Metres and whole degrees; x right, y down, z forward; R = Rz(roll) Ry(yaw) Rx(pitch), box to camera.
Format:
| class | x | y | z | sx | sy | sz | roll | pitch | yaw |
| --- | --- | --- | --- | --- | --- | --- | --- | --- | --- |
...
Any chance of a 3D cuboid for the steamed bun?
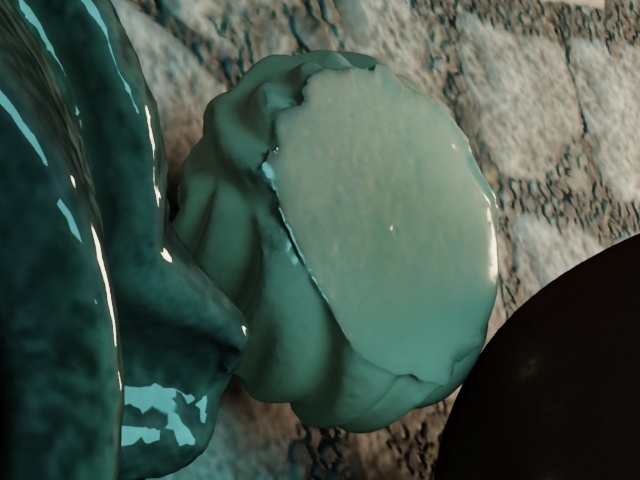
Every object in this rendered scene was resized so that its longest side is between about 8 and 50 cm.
| class | x | y | z | sx | sy | sz | roll | pitch | yaw |
| --- | --- | --- | --- | --- | --- | --- | --- | --- | --- |
| steamed bun | 0.000 | 0.000 | 0.816 | 0.183 | 0.106 | 0.182 | 21 | 57 | -37 |

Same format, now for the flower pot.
| class | x | y | z | sx | sy | sz | roll | pitch | yaw |
| --- | --- | --- | --- | --- | --- | --- | --- | --- | --- |
| flower pot | -0.161 | 0.015 | 0.477 | 0.299 | 0.299 | 0.283 | 52 | 1 | -18 |

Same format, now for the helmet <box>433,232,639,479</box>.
| class | x | y | z | sx | sy | sz | roll | pitch | yaw |
| --- | --- | --- | --- | --- | --- | --- | --- | --- | --- |
| helmet | 0.168 | 0.152 | 0.803 | 0.385 | 0.230 | 0.337 | -95 | -179 | -47 |
